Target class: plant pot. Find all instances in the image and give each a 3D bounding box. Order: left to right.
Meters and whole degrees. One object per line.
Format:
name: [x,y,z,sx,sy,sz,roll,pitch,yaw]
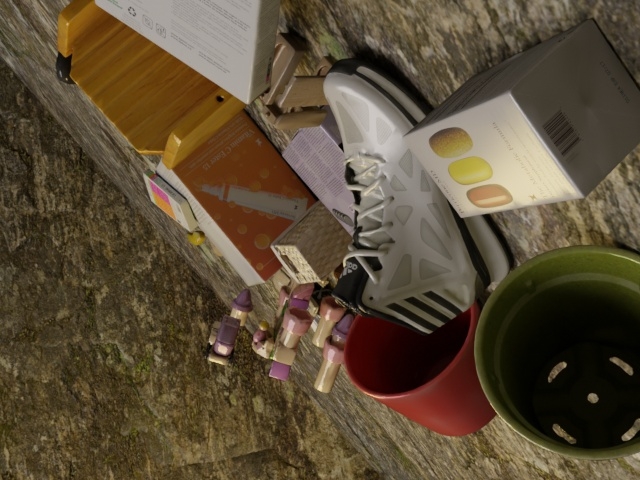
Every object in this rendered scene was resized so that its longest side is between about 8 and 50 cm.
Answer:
plant pot: [0.220,0.234,1.512,0.275,0.275,0.243,26,163,50]
plant pot: [0.368,0.185,1.076,0.276,0.276,0.254,37,171,33]

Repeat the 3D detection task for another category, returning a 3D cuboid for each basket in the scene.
basket: [0.000,0.000,1.669,0.113,0.167,0.103,53,155,-17]

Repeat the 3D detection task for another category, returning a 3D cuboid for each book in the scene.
book: [-0.341,-0.092,1.788,0.144,0.035,0.096,39,158,30]

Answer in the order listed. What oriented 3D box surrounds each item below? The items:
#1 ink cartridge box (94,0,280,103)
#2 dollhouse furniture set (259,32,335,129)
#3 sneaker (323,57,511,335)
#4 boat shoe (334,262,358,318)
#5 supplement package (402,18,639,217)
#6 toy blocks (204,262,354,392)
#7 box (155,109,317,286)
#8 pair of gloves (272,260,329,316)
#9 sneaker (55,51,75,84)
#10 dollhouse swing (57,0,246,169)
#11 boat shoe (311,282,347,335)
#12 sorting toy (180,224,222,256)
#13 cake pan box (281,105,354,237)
ink cartridge box: [-0.200,-0.399,1.140,0.324,0.071,0.330,35,148,11]
dollhouse furniture set: [-0.070,-0.254,1.276,0.151,0.123,0.144,51,129,22]
sneaker: [0.093,-0.038,1.204,0.448,0.257,0.169,54,162,-17]
boat shoe: [0.120,0.146,1.778,0.307,0.104,0.111,34,160,41]
supplement package: [0.227,-0.125,0.905,0.139,0.134,0.244,52,162,-9]
toy blocks: [-0.072,0.144,1.812,0.308,0.260,0.289,17,-161,-8]
box: [-0.175,-0.098,1.781,0.345,0.215,0.168,51,163,-7]
pair of gloves: [-0.056,0.073,2.056,0.204,0.042,0.240,42,141,23]
sneaker: [-0.433,-0.403,1.694,0.130,0.286,0.109,28,136,27]
dollhouse swing: [-0.311,-0.371,1.459,0.347,0.315,0.305,48,174,3]
boat shoe: [0.001,0.174,2.150,0.301,0.108,0.102,56,133,16]
sorting toy: [-0.293,-0.076,2.087,0.307,0.041,0.229,-44,67,44]
cake pan box: [0.052,-0.119,1.449,0.246,0.070,0.267,47,163,-2]
